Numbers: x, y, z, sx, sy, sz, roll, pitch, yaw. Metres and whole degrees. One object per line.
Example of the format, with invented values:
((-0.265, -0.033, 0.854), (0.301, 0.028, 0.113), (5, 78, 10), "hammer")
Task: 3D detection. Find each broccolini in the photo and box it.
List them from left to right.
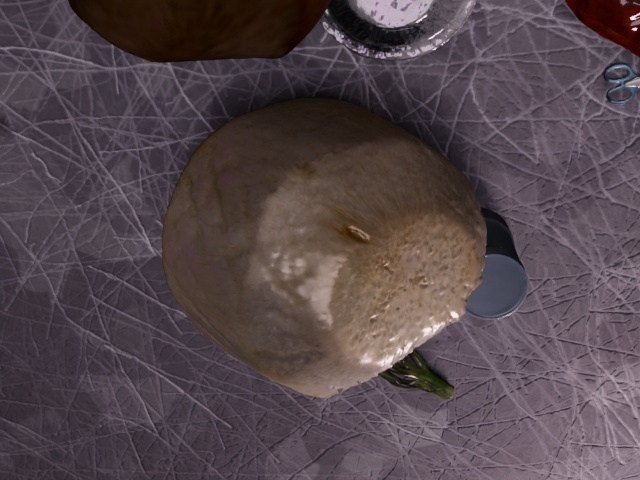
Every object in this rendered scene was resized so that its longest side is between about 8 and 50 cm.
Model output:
((0.115, 0.181, 1.776), (0.202, 0.068, 0.091), (27, 92, -8), "broccolini")

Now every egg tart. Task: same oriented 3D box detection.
((0.094, -0.341, 1.551), (0.234, 0.094, 0.234), (2, 114, 4), "egg tart")

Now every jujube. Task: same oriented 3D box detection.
((0.426, -0.313, 1.505), (0.250, 0.174, 0.174), (25, 112, 5), "jujube")

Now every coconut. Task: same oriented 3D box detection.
((0.000, 0.000, 1.565), (0.415, 0.415, 0.345), (-8, 114, 7), "coconut")

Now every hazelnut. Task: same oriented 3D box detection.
((-0.143, -0.382, 1.443), (0.365, 0.366, 0.366), (1, 112, 3), "hazelnut")

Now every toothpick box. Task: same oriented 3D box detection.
((0.224, 0.031, 1.654), (0.101, 0.153, 0.101), (0, 115, 0), "toothpick box")

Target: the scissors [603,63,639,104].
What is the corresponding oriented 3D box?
((0.443, -0.217, 1.618), (0.119, 0.014, 0.058), (-9, 115, 11), "scissors")
